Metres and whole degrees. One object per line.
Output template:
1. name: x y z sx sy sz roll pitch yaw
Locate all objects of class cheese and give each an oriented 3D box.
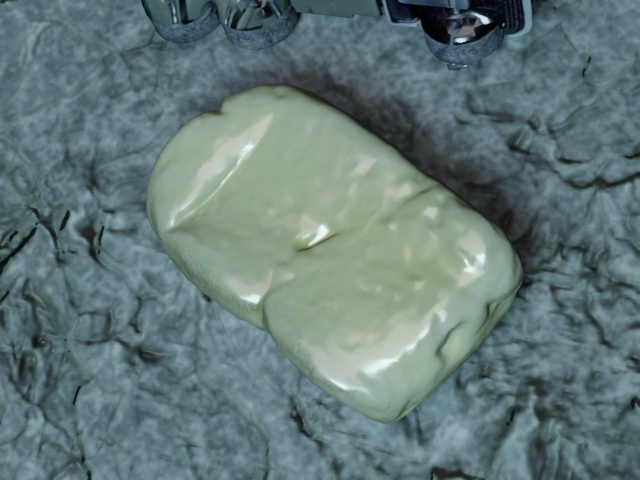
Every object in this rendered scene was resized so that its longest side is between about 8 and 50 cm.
1. cheese: 0.000 0.001 1.179 0.159 0.093 0.263 -46 62 -7

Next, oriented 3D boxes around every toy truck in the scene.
1. toy truck: -0.013 -0.247 1.243 0.363 0.176 0.178 12 61 23
